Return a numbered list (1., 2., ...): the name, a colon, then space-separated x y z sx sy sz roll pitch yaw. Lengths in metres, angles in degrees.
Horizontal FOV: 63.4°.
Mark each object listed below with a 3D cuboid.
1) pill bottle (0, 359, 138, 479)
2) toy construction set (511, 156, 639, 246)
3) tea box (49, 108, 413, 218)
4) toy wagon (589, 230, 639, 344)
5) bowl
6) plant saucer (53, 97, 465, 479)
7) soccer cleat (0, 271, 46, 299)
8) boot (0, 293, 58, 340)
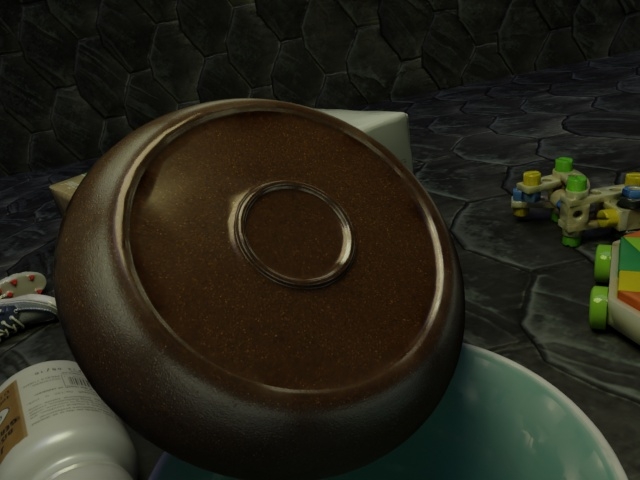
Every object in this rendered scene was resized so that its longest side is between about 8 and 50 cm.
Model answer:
1. pill bottle: -0.261 0.228 0.528 0.131 0.131 0.229 -25 27 -27
2. toy construction set: 0.516 -0.089 0.884 0.328 0.151 0.215 -22 24 3
3. tea box: -0.064 0.048 0.594 0.323 0.329 0.220 -29 30 -32
4. toy wagon: 0.469 0.078 0.611 0.267 0.068 0.344 3 28 30
5. bowl: 0.043 0.221 0.368 0.311 0.163 0.311 -10 25 4
6. plant saucer: -0.022 0.004 0.375 0.311 0.050 0.310 10 58 -16
7. soccer cleat: -0.651 0.117 1.030 0.076 0.068 0.196 8 33 43
8. boot: -0.562 0.151 0.934 0.190 0.069 0.086 -4 47 6
